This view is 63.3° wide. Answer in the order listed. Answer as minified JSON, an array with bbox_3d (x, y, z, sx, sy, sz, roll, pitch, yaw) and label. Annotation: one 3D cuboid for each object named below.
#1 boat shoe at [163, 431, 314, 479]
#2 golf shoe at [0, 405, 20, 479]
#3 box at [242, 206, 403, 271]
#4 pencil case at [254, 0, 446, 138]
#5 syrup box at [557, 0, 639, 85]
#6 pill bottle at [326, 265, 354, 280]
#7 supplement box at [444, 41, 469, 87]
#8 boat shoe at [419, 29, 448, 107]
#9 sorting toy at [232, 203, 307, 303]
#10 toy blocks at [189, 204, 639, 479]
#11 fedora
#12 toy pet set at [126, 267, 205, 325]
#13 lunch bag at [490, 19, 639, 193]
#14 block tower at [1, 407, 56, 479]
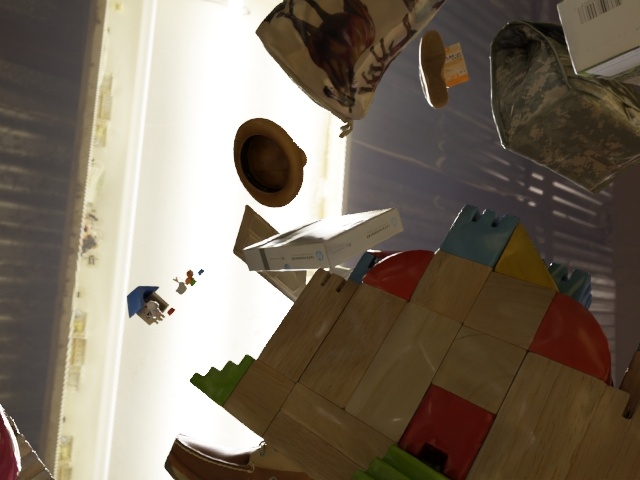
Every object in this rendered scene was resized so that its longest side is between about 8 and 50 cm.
[{"bbox_3d":[-0.058,0.341,0.752,0.323,0.122,0.120,26,-100,-9],"label":"boat shoe"},{"bbox_3d":[-0.454,0.192,0.611,0.115,0.306,0.140,-49,-15,-24],"label":"golf shoe"},{"bbox_3d":[0.000,0.000,0.727,0.145,0.186,0.038,-25,-79,-39],"label":"box"},{"bbox_3d":[0.100,-0.328,0.613,0.183,0.160,0.410,40,-80,-1],"label":"pencil case"},{"bbox_3d":[0.414,-0.270,0.675,0.236,0.093,0.096,-11,-94,-40],"label":"syrup box"},{"bbox_3d":[0.172,0.171,0.986,0.224,0.392,0.224,-14,-72,-48],"label":"pill bottle"},{"bbox_3d":[0.357,-0.471,1.396,0.036,0.062,0.099,16,-119,-63],"label":"supplement box"},{"bbox_3d":[0.252,-0.390,1.188,0.062,0.059,0.170,-13,-68,-5],"label":"boat shoe"},{"bbox_3d":[-0.080,0.068,1.213,0.307,0.041,0.229,43,-159,-23],"label":"sorting toy"},{"bbox_3d":[0.114,0.097,0.399,0.261,0.381,0.191,-56,-41,-17],"label":"toy blocks"},{"bbox_3d":[-0.090,-0.159,1.036,0.079,0.194,0.194,-28,-74,-44],"label":"fedora"},{"bbox_3d":[-0.280,0.089,0.902,0.065,0.114,0.122,46,-146,-14],"label":"toy pet set"},{"bbox_3d":[0.435,-0.262,0.927,0.235,0.169,0.287,20,-132,-23],"label":"lunch bag"},{"bbox_3d":[-0.473,0.308,0.743,0.335,0.097,0.091,41,-131,19],"label":"block tower"}]
